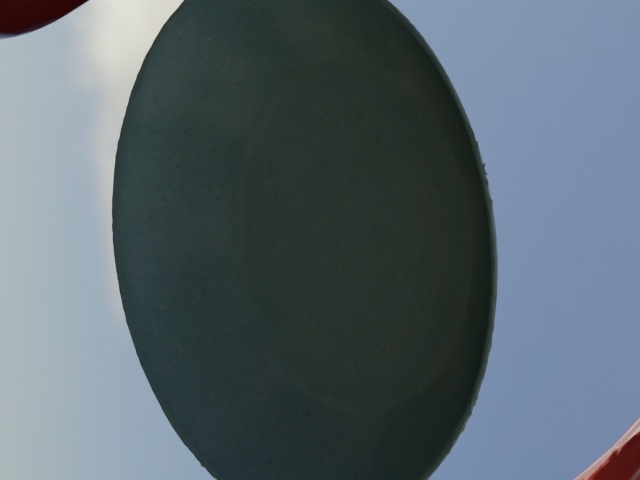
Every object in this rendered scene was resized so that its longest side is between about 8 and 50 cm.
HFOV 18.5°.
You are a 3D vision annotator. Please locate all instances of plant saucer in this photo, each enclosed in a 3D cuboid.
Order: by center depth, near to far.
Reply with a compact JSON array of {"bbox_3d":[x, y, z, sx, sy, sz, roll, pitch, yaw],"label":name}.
[{"bbox_3d":[0.000,0.000,0.678,0.195,0.037,0.195,8,-79,47],"label":"plant saucer"}]

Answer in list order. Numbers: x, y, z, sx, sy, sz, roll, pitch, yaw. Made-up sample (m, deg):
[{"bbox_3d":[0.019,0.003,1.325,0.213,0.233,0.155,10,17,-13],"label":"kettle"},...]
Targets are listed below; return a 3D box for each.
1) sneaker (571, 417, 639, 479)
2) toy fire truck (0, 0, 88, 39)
[{"bbox_3d":[0.127,0.081,0.627,0.087,0.128,0.221,48,-48,3],"label":"sneaker"},{"bbox_3d":[-0.082,-0.152,0.668,0.158,0.217,0.246,44,-28,15],"label":"toy fire truck"}]
